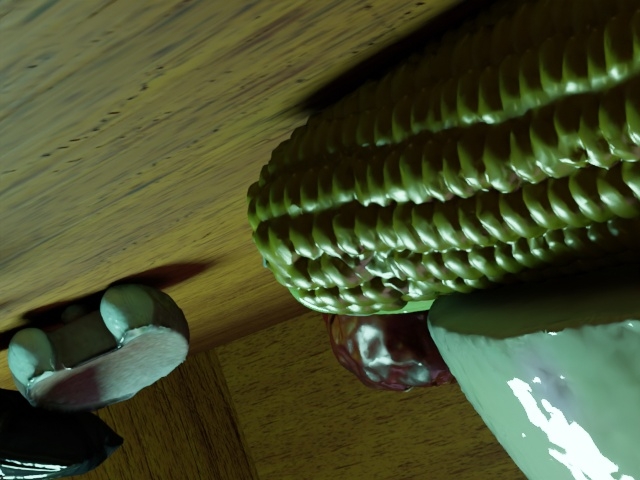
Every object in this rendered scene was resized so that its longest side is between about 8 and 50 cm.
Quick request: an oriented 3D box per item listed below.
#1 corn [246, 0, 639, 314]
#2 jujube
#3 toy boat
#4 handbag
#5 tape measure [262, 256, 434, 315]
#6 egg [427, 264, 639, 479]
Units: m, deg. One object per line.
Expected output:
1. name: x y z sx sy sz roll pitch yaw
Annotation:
1. corn: 0.109 -0.049 0.442 0.363 0.120 0.120 -17 178 43
2. jujube: 0.107 0.069 1.327 0.213 0.213 0.232 -19 180 -3
3. toy boat: -0.199 0.085 1.052 0.155 0.085 0.227 -28 164 -3
4. handbag: -0.327 0.176 1.101 0.254 0.089 0.211 10 177 2
5. tape measure: 0.067 -0.011 0.773 0.200 0.106 0.175 -14 -173 -35
6. egg: 0.230 0.074 0.508 0.337 0.201 0.337 -16 -178 1
